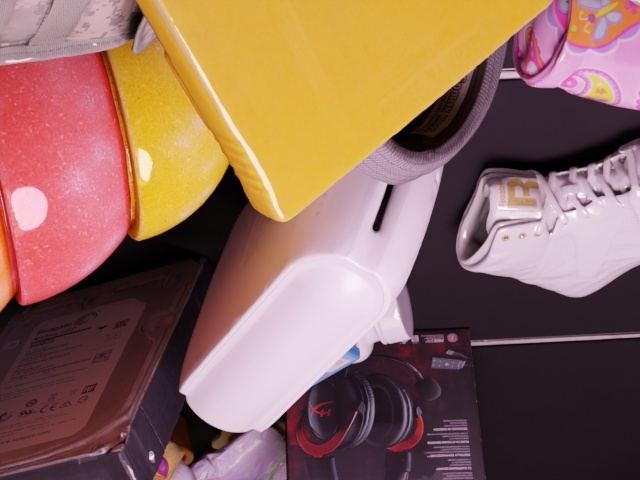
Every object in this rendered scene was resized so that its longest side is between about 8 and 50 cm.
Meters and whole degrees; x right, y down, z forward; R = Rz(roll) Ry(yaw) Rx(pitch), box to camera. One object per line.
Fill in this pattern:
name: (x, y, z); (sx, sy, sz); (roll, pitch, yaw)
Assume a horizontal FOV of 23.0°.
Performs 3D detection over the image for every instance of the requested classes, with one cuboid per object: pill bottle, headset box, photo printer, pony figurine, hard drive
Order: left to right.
hard drive: (-0.238, 0.145, 1.517); (0.237, 0.339, 0.064); (-15, 114, 19)
pony figurine: (-0.152, 0.306, 1.738); (0.302, 0.363, 0.351); (-24, 144, -9)
pill bottle: (0.000, 0.081, 1.631); (0.180, 0.108, 0.108); (-11, 147, 13)
photo printer: (0.000, 0.000, 1.371); (0.107, 0.256, 0.307); (28, 140, -12)
headset box: (0.070, 0.253, 1.738); (0.218, 0.293, 0.110); (-2, 148, -1)

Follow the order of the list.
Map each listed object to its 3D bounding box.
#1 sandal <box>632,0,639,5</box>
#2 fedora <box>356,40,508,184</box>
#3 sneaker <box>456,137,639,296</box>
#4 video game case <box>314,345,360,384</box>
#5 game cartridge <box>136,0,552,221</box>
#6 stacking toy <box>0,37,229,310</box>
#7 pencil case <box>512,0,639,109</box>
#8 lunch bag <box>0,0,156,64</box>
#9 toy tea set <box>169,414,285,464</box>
sandal: (0.225, -0.238, 1.169); (0.240, 0.079, 0.088); (42, 119, -7)
fedora: (0.034, -0.183, 1.142); (0.124, 0.275, 0.243); (9, -158, 37)
sneaker: (0.244, -0.035, 1.471); (0.169, 0.108, 0.292); (10, 147, -26)
video game case: (-0.059, 0.127, 1.587); (0.119, 0.015, 0.166); (30, 132, -34)
game cartridge: (0.003, -0.217, 0.968); (0.285, 0.052, 0.324); (-40, 126, -16)
stacking toy: (-0.189, -0.101, 1.229); (0.479, 0.351, 0.351); (-16, 151, -17)
pencil case: (0.300, -0.162, 1.268); (0.284, 0.124, 0.124); (6, 147, -15)
lunch bag: (-0.152, -0.244, 1.037); (0.287, 0.169, 0.235); (-12, 153, -31)
toy tea set: (-0.202, 0.301, 1.946); (0.336, 0.124, 0.200); (4, 147, -11)
